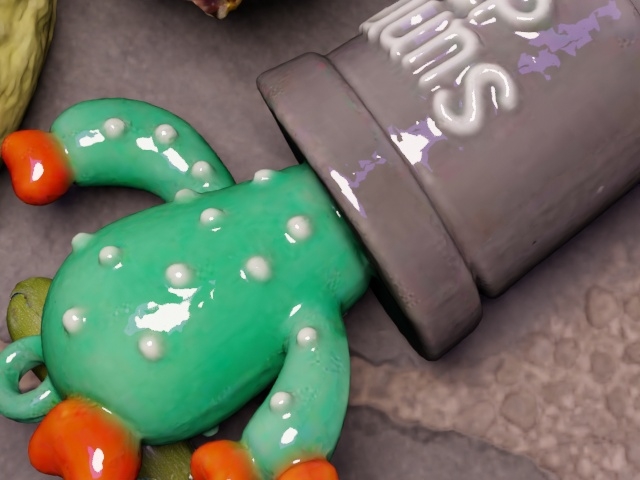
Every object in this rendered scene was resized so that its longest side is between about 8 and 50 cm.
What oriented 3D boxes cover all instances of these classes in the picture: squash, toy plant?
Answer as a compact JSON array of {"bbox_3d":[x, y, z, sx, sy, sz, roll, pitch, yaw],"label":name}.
[{"bbox_3d":[-0.128,0.096,0.775,0.052,0.052,0.183,-39,82,-5],"label":"squash"},{"bbox_3d":[-0.008,-0.011,0.721,0.400,0.185,0.279,-34,82,0],"label":"toy plant"}]

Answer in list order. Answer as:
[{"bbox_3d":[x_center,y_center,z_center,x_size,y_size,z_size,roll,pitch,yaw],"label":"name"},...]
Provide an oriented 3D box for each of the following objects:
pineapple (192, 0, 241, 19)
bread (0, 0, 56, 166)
[{"bbox_3d":[-0.017,-0.289,0.765,0.262,0.272,0.262,12,121,22],"label":"pineapple"},{"bbox_3d":[-0.316,-0.136,0.739,0.320,0.237,0.321,-1,84,6],"label":"bread"}]
